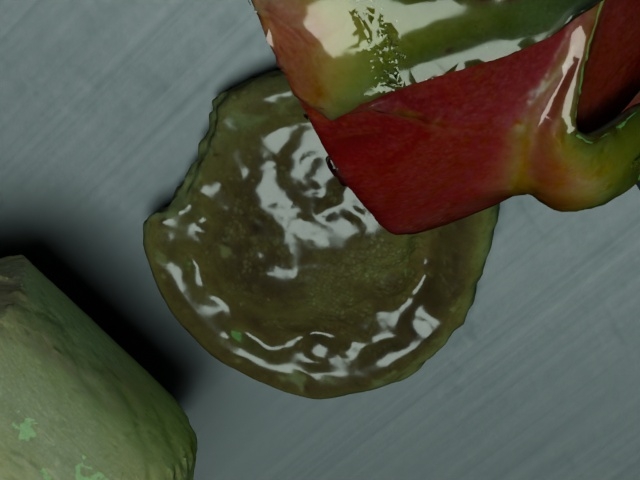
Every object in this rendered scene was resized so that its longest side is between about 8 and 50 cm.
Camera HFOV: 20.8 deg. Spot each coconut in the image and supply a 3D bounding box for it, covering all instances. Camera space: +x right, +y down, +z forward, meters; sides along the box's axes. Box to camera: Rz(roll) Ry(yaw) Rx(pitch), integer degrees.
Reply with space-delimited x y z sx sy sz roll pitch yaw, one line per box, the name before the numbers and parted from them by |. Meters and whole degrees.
coconut | -0.224 0.130 1.087 0.244 0.239 0.239 39 118 -17

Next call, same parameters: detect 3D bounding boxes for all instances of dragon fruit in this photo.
dragon fruit | 0.088 -0.166 0.833 0.225 0.305 0.305 -19 116 11

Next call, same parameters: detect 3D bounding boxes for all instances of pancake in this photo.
pancake | 0.000 0.000 1.079 0.236 0.042 0.222 -36 107 25

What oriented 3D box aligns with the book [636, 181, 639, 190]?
book | 0.330 0.009 1.043 0.191 0.025 0.269 -28 113 22
